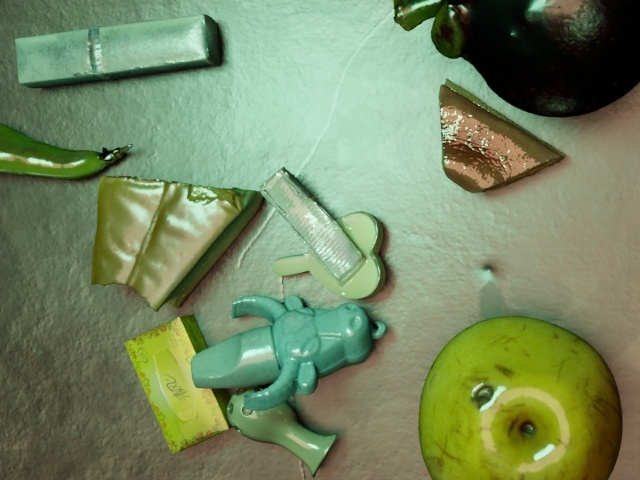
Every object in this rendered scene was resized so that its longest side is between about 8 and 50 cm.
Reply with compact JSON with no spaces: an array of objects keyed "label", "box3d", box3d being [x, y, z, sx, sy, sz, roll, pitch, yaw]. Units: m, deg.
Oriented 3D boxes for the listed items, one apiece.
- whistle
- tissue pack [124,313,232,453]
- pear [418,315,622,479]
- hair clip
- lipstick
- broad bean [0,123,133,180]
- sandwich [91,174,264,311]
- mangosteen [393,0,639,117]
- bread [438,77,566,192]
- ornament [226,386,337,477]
[{"label":"whistle","box3d":[-0.044,0.150,1.623,0.274,0.093,0.186,-13,45,0]},{"label":"tissue pack","box3d":[-0.197,0.204,1.687,0.095,0.062,0.176,-25,85,12]},{"label":"pear","box3d":[0.249,0.230,1.489,0.280,0.281,0.281,0,91,12]},{"label":"hair clip","box3d":[-0.001,0.002,1.638,0.159,0.071,0.218,-46,76,14]},{"label":"lipstick","box3d":[-0.287,-0.270,1.692,0.289,0.077,0.076,-4,89,11]},{"label":"broad bean","box3d":[-0.432,-0.129,1.728,0.325,0.067,0.075,9,95,3]},{"label":"sandwich","box3d":[-0.200,0.007,1.662,0.220,0.108,0.186,4,92,10]},{"label":"mangosteen","box3d":[0.280,-0.308,1.450,0.313,0.297,0.297,28,98,-29]},{"label":"bread","box3d":[0.217,-0.122,1.589,0.192,0.067,0.119,36,90,9]},{"label":"ornament","box3d":[-0.057,0.259,1.651,0.156,0.081,0.075,30,118,5]}]
